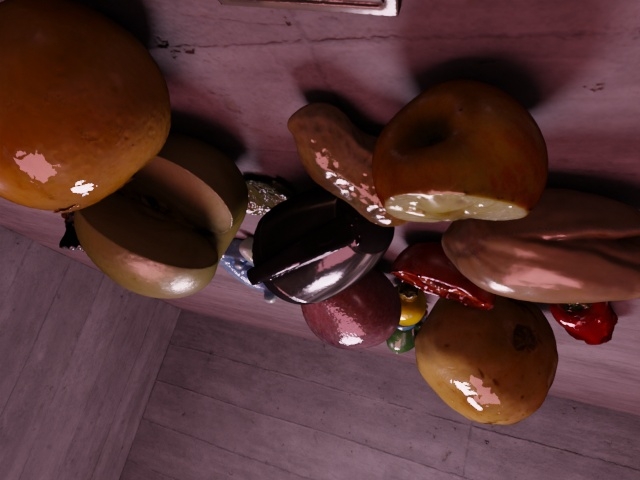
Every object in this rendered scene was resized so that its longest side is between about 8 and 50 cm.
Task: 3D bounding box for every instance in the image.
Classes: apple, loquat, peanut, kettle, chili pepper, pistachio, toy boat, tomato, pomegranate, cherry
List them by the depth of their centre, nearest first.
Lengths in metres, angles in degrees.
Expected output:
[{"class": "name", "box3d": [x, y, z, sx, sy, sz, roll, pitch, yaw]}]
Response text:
[{"class": "apple", "box3d": [0.155, -0.088, 0.588, 0.195, 0.160, 0.173, 3, 154, 41]}, {"class": "loquat", "box3d": [-0.314, -0.156, 0.634, 0.263, 0.263, 0.263, 15, 162, 5]}, {"class": "peanut", "box3d": [0.055, -0.108, 0.722, 0.236, 0.110, 0.120, 36, 166, -28]}, {"class": "pistachio", "box3d": [0.317, 0.007, 0.742, 0.293, 0.162, 0.181, 2, 175, 29]}, {"class": "apple", "box3d": [-0.270, -0.046, 0.900, 0.254, 0.292, 0.292, 26, 162, 0]}, {"class": "kettle", "box3d": [0.007, -0.013, 0.900, 0.251, 0.207, 0.271, 12, 158, -30]}, {"class": "chili pepper", "box3d": [0.552, 0.152, 1.069, 0.110, 0.110, 0.387, 1, 160, 40]}, {"class": "tomato", "box3d": [0.255, 0.062, 1.071, 0.228, 0.101, 0.228, 21, 169, 4]}, {"class": "pomegranate", "box3d": [0.383, 0.266, 1.229, 0.333, 0.332, 0.332, 15, 162, 5]}, {"class": "cherry", "box3d": [0.064, 0.150, 1.306, 0.261, 0.221, 0.307, -6, 135, 44]}, {"class": "toy boat", "box3d": [-0.192, 0.090, 1.514, 0.215, 0.123, 0.330, 5, 158, 27]}]

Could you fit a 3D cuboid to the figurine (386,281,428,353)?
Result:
[{"class": "figurine", "box3d": [0.248, 0.187, 1.443, 0.127, 0.185, 0.234, 17, 128, 34]}]

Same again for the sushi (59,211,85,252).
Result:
[{"class": "sushi", "box3d": [-0.428, -0.077, 1.092, 0.225, 0.218, 0.238, -1, 175, -24]}]

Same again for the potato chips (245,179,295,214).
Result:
[{"class": "potato chips", "box3d": [-0.115, -0.089, 1.060, 0.142, 0.026, 0.209, 28, 159, -26]}]

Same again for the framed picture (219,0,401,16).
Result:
[{"class": "framed picture", "box3d": [-0.032, -0.282, 0.402, 0.189, 0.023, 0.260, 10, 161, 12]}]
